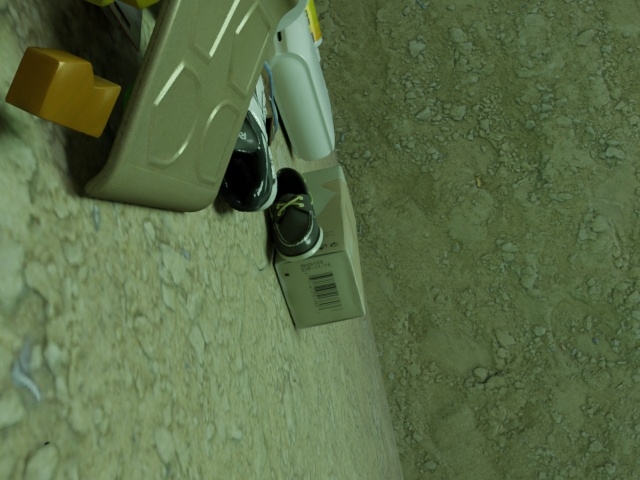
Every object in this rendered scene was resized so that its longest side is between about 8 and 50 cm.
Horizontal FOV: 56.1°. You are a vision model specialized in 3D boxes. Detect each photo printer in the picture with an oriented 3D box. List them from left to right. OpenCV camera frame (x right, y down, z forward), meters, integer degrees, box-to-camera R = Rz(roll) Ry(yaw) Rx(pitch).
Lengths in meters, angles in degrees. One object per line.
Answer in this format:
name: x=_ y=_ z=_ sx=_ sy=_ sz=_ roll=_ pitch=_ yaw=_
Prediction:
photo printer: x=-0.054 y=-0.369 z=1.337 sx=0.307 sy=0.107 sz=0.256 roll=69 pitch=11 yaw=-49

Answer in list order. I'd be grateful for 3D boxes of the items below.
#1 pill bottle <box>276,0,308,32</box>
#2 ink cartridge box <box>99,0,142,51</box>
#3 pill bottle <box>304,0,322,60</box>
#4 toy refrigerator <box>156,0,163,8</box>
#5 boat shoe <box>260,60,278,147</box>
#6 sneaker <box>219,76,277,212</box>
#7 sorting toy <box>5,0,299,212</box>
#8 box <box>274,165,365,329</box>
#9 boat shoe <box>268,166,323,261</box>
pill bottle: x=-0.105 y=-0.364 z=0.647 sx=0.153 sy=0.153 sz=0.265 roll=43 pitch=30 yaw=-78
ink cartridge box: x=-0.168 y=-0.210 z=0.480 sx=0.063 sy=0.029 sz=0.115 roll=66 pitch=15 yaw=-60
pill bottle: x=-0.065 y=-0.547 z=1.506 sx=0.117 sy=0.117 sz=0.215 roll=-91 pitch=167 yaw=-57
toy refrigerator: x=-0.135 y=-0.342 z=0.522 sx=0.094 sy=0.102 sz=0.269 roll=-25 pitch=96 yaw=-87
boat shoe: x=-0.097 y=-0.204 z=0.889 sx=0.183 sy=0.066 sz=0.066 roll=68 pitch=14 yaw=-56
sneaker: x=-0.101 y=-0.137 z=0.693 sx=0.106 sy=0.078 sz=0.234 roll=-85 pitch=164 yaw=-75
sorting toy: x=-0.101 y=-0.133 z=0.432 sx=0.307 sy=0.041 sz=0.229 roll=5 pitch=109 yaw=-83
box: x=0.000 y=0.000 z=1.089 sx=0.311 sy=0.121 sz=0.148 roll=-91 pitch=166 yaw=-57
boat shoe: x=-0.049 y=-0.047 z=0.980 sx=0.228 sy=0.081 sz=0.069 roll=-104 pitch=175 yaw=-60
